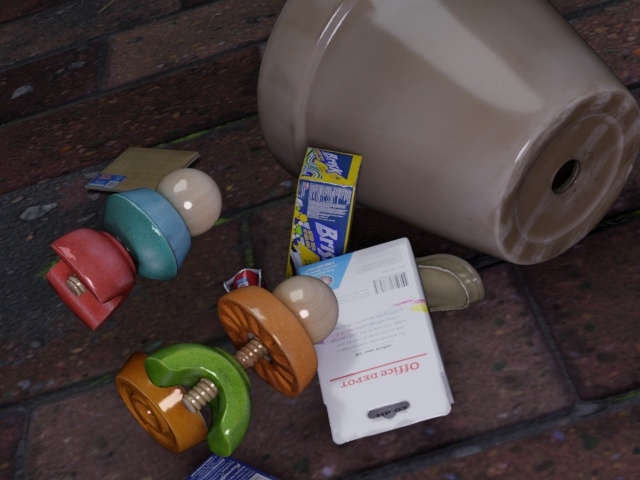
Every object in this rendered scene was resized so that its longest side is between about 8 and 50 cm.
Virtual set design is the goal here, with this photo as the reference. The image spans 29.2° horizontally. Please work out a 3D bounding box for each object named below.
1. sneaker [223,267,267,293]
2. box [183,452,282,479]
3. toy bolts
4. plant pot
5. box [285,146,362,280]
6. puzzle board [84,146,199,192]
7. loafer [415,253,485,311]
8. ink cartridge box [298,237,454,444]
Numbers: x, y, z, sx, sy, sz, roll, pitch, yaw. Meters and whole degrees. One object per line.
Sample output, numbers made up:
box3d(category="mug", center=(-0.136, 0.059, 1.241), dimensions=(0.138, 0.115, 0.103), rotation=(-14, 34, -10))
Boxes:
box3d(category="sneaker", center=(-0.064, 0.072, 1.188), dimensions=(0.042, 0.067, 0.118), rotation=(-20, 31, -1))
box3d(category="box", center=(-0.047, 0.244, 0.933), dimensions=(0.225, 0.036, 0.136), rotation=(13, 43, 45))
box3d(category="toy bolts", center=(-0.109, 0.055, 1.057), dimensions=(0.158, 0.228, 0.218), rotation=(-40, -1, -25))
box3d(category="plant pot", center=(0.145, -0.126, 1.204), dimensions=(0.323, 0.323, 0.280), rotation=(-31, 49, -20))
box3d(category="box", center=(0.000, 0.000, 1.166), dimensions=(0.054, 0.168, 0.059), rotation=(11, 35, 2))
box3d(category="puzzle board", center=(-0.231, -0.089, 1.594), dimensions=(0.128, 0.011, 0.096), rotation=(6, 40, 37))
box3d(category="loafer", center=(0.091, 0.045, 1.165), dimensions=(0.148, 0.056, 0.050), rotation=(2, 36, 48))
box3d(category="ink cartridge box", center=(0.050, 0.096, 1.061), dimensions=(0.104, 0.061, 0.181), rotation=(-16, 53, 6))
